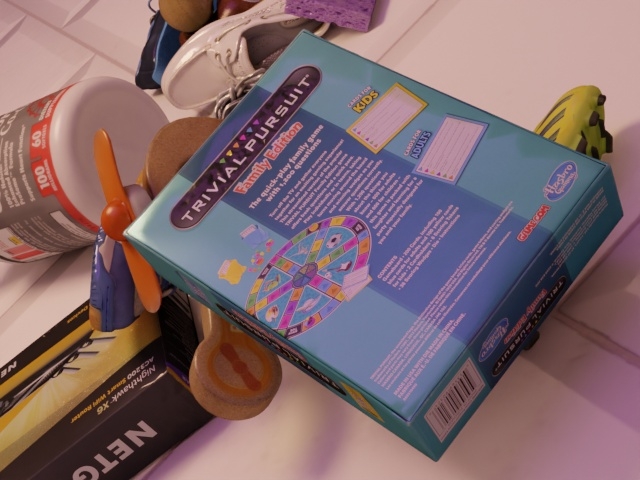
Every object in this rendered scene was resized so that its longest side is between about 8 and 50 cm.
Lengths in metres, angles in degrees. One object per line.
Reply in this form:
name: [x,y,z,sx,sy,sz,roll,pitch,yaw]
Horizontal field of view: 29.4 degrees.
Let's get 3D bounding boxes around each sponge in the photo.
sponge: [0.029,-0.372,1.683,0.117,0.031,0.210,13,47,4]

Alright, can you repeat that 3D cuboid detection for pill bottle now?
pill bottle: [-0.384,-0.081,1.683,0.363,0.210,0.210,-14,40,39]

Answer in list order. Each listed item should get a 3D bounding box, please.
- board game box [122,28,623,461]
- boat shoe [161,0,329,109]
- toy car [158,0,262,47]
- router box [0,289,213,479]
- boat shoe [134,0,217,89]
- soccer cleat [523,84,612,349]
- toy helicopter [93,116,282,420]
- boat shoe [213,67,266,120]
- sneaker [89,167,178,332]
board game box: [0.036,-0.012,1.017,0.336,0.079,0.254,30,74,36]
boat shoe: [-0.106,-0.261,1.700,0.277,0.098,0.096,-32,31,15]
toy car: [-0.179,-0.356,1.813,0.149,0.188,0.155,-32,32,18]
router box: [-0.271,0.186,1.341,0.309,0.081,0.243,-38,31,8]
boat shoe: [-0.242,-0.350,1.965,0.089,0.109,0.258,-18,36,41]
soccer cleat: [0.171,-0.030,1.079,0.121,0.093,0.289,11,60,34]
toy helicopter: [-0.107,0.012,1.183,0.140,0.235,0.355,118,153,-45]
boat shoe: [-0.078,-0.147,1.491,0.113,0.105,0.306,-35,22,18]
sneaker: [-0.158,0.003,1.316,0.131,0.112,0.296,14,32,3]
